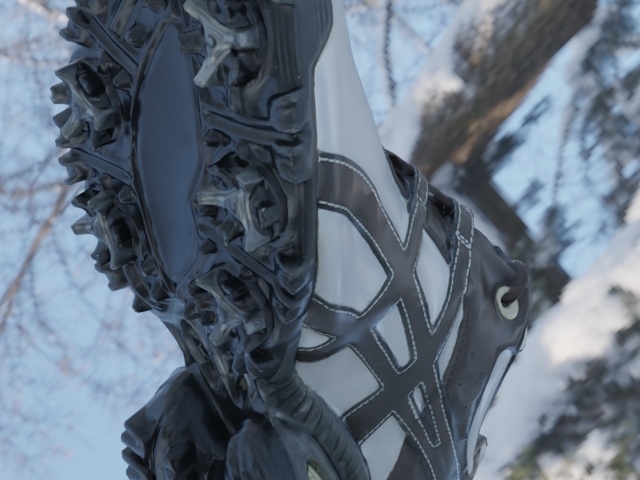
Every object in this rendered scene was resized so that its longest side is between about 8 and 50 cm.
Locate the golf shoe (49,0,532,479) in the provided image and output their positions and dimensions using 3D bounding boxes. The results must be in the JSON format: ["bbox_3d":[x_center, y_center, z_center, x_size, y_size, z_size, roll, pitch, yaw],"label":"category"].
[{"bbox_3d":[0.000,0.000,0.396,0.094,0.198,0.077,-31,-133,-30],"label":"golf shoe"}]
